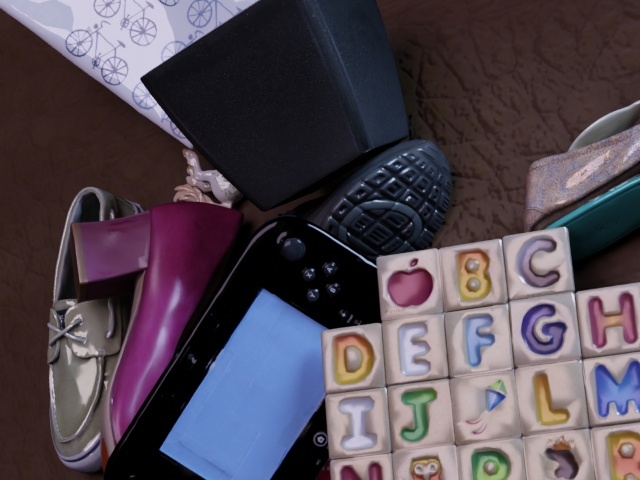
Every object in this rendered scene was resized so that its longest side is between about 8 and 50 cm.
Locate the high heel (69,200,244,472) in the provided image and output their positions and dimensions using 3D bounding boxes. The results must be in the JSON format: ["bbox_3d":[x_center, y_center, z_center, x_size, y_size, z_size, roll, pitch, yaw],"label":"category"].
[{"bbox_3d":[-0.132,0.141,1.595,0.181,0.127,0.377,-7,78,-14],"label":"high heel"}]

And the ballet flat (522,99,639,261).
[{"bbox_3d":[0.305,-0.088,1.370,0.316,0.107,0.106,-23,49,25],"label":"ballet flat"}]

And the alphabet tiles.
[{"bbox_3d":[0.141,0.167,1.352,0.285,0.011,0.343,-9,74,20],"label":"alphabet tiles"}]

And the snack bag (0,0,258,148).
[{"bbox_3d":[-0.154,-0.317,1.716,0.323,0.037,0.342,38,98,23],"label":"snack bag"}]

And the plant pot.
[{"bbox_3d":[-0.024,-0.133,1.533,0.188,0.187,0.167,-28,89,23],"label":"plant pot"}]

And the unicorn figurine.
[{"bbox_3d":[-0.081,-0.094,1.695,0.111,0.060,0.162,32,103,33],"label":"unicorn figurine"}]

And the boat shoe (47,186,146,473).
[{"bbox_3d":[-0.245,0.089,1.693,0.109,0.094,0.302,-13,61,32],"label":"boat shoe"}]

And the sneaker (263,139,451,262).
[{"bbox_3d":[0.000,0.000,1.555,0.286,0.109,0.130,-42,33,4],"label":"sneaker"}]

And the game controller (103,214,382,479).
[{"bbox_3d":[-0.056,0.140,1.458,0.166,0.067,0.319,33,96,6],"label":"game controller"}]

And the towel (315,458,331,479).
[{"bbox_3d":[0.066,0.237,1.431,0.199,0.031,0.275,-1,67,35],"label":"towel"}]
